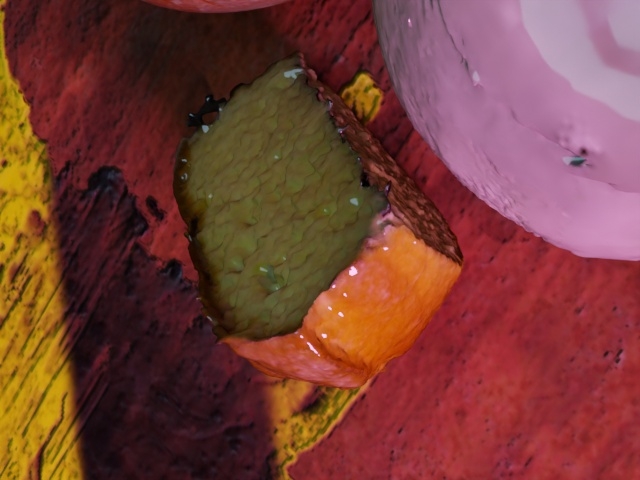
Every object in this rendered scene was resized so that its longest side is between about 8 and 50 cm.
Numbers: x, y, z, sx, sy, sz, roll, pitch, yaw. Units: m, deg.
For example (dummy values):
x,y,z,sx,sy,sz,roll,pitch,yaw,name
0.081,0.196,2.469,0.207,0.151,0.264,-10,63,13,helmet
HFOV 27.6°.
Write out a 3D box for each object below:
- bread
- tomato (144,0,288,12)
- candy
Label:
x,y,z,sx,sy,sz,roll,pitch,yaw,name
0.004,0.002,0.770,0.129,0.134,0.260,-42,35,10,bread
-0.045,-0.266,0.751,0.270,0.222,0.270,-11,76,55,tomato
0.158,-0.136,0.646,0.295,0.185,0.295,0,91,25,candy
